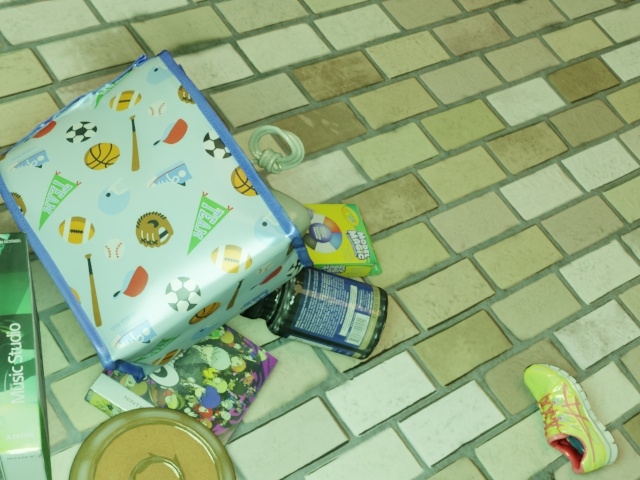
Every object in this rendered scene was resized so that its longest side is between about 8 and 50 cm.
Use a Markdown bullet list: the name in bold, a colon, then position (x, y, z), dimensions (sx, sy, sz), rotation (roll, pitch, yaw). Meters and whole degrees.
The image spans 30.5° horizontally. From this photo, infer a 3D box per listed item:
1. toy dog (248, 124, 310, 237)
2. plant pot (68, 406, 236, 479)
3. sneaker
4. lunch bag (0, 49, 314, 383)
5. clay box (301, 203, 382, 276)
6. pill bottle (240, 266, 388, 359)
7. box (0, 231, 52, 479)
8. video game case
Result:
- **toy dog**: position (-0.192, -0.083, 1.885), dimensions (0.334, 0.220, 0.161), rotation (16, 45, 21)
- **plant pot**: position (-0.227, 0.338, 1.614), dimensions (0.236, 0.032, 0.236), rotation (7, 63, -14)
- **sneaker**: position (0.401, 0.296, 1.950), dimensions (0.094, 0.081, 0.208), rotation (-24, 68, -35)
- **lunch bag**: position (-0.247, -0.046, 1.673), dimensions (0.328, 0.239, 0.385), rotation (-35, 76, -6)
- **clay box**: position (0.000, 0.000, 2.008), dimensions (0.222, 0.053, 0.127), rotation (-2, 56, -26)
- **pill bottle**: position (-0.013, 0.105, 1.872), dimensions (0.219, 0.123, 0.123), rotation (18, 49, -13)
- **box**: position (-0.396, 0.184, 1.551), dimensions (0.058, 0.232, 0.322), rotation (-7, 56, -12)
- **video game case**: position (-0.202, 0.207, 1.755), dimensions (0.210, 0.042, 0.232), rotation (34, 47, 0)
